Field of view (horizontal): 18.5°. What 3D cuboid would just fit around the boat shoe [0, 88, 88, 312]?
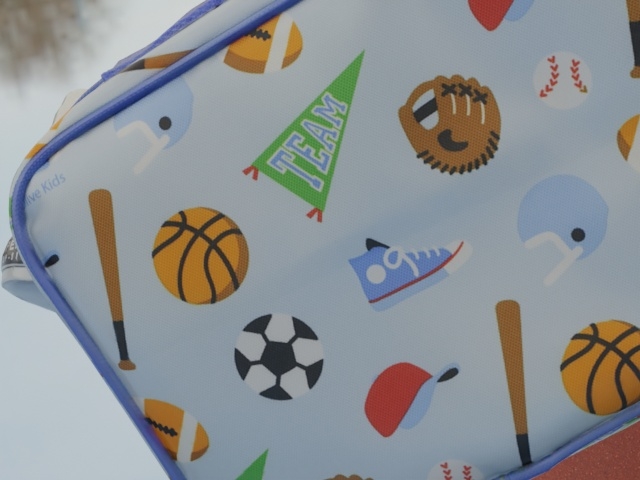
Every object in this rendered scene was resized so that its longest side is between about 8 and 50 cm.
[{"bbox_3d":[-0.007,0.000,1.083,0.367,0.156,0.136,21,164,-38],"label":"boat shoe"}]

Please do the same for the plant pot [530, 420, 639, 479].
[{"bbox_3d":[0.282,0.163,1.476,0.235,0.267,0.267,15,179,43],"label":"plant pot"}]

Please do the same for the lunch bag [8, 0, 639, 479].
[{"bbox_3d":[0.040,-0.022,0.799,0.303,0.243,0.115,-30,-173,14],"label":"lunch bag"}]
